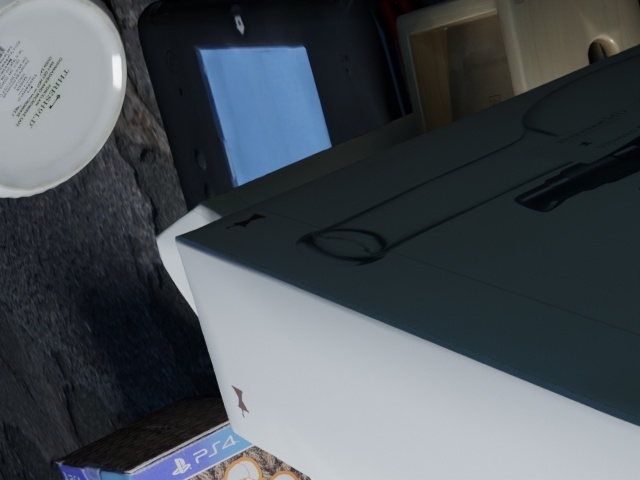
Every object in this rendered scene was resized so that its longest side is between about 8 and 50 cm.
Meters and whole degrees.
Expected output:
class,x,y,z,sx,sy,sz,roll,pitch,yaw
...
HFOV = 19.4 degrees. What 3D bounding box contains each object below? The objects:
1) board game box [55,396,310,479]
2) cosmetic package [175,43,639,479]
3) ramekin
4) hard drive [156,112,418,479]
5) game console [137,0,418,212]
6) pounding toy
class,x,y,z,sx,sy,sz,roll,pitch,yaw
board game box,-0.082,0.294,1.622,0.232,0.141,0.291,-9,105,67
cosmetic package,0.160,0.017,0.618,0.377,0.284,0.097,19,130,60
ramekin,-0.251,-0.131,1.485,0.109,0.207,0.207,28,139,42
hard drive,0.050,0.045,0.907,0.040,0.307,0.203,-36,87,23
game console,0.000,0.000,1.248,0.386,0.060,0.342,10,122,63
pounding toy,0.113,-0.055,0.919,0.130,0.100,0.141,-4,99,66
